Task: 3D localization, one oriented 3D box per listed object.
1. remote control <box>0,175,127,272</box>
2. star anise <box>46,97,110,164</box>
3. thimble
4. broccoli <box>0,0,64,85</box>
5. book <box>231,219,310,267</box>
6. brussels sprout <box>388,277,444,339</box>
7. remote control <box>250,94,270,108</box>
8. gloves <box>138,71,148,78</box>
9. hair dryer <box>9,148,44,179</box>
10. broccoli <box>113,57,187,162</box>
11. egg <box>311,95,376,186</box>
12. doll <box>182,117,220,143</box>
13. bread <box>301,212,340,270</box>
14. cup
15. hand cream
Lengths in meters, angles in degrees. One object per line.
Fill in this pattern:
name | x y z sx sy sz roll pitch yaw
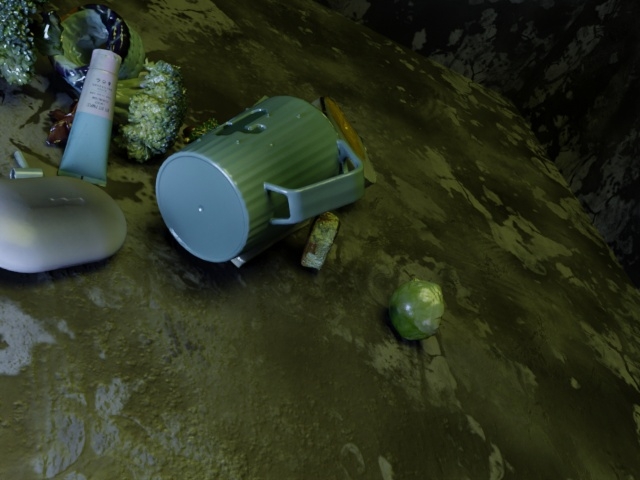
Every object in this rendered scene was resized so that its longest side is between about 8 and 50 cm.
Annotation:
remote control | -0.538 -0.038 1.341 0.332 0.103 0.221 -13 61 -50
star anise | -0.574 -0.267 1.651 0.144 0.158 0.140 54 19 -47
thimble | -0.584 -0.483 1.765 0.237 0.237 0.150 49 1 21
broccoli | -0.790 -0.526 1.603 0.317 0.338 0.277 33 55 -44
book | -0.198 -0.084 1.771 0.260 0.043 0.371 40 33 8
brussels sprout | 0.239 0.174 1.739 0.122 0.149 0.151 -1 28 -20
remote control | -0.188 -0.438 2.258 0.061 0.029 0.162 33 37 0
gloves | -0.524 -0.439 1.884 0.229 0.097 0.119 29 34 -5
hair dryer | -0.652 -0.166 1.475 0.063 0.038 0.124 -2 41 -43
broccoli | -0.468 -0.336 1.733 0.243 0.263 0.247 10 7 -21
egg | 0.019 -0.262 2.053 0.337 0.201 0.337 49 21 -26
doll | -0.329 -0.305 1.910 0.113 0.076 0.078 -19 69 -51
bread | 0.000 0.000 1.751 0.069 0.140 0.128 22 28 -5
cup | -0.125 -0.158 1.561 0.392 0.401 0.310 -39 102 -49
hand cream | -0.527 -0.286 1.586 0.111 0.070 0.312 16 80 -32
